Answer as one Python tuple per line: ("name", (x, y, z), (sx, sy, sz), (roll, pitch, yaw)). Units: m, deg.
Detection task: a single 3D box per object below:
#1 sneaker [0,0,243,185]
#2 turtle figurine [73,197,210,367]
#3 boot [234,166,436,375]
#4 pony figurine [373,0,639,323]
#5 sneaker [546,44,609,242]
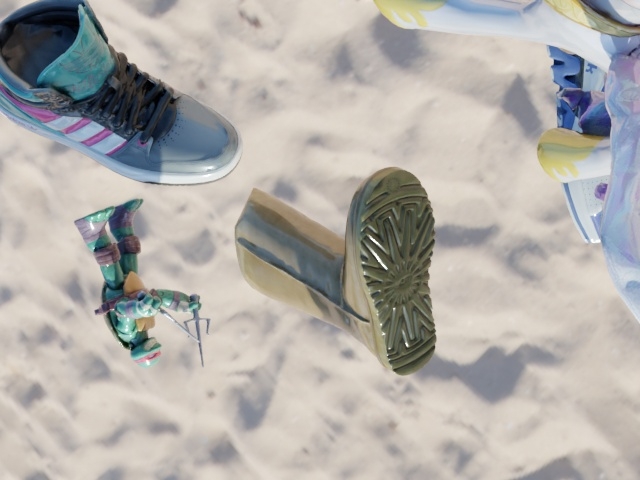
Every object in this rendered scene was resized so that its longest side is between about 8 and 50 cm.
("sneaker", (-0.222, -0.162, 1.308), (0.295, 0.124, 0.178), (18, 161, 4))
("turtle figurine", (-0.224, 0.070, 1.562), (0.118, 0.175, 0.234), (-21, 93, 6))
("boot", (0.000, 0.000, 1.310), (0.269, 0.089, 0.236), (30, 132, 47))
("pony figurine", (0.221, -0.100, 0.797), (0.351, 0.303, 0.363), (42, 174, -17))
("sneaker", (0.384, -0.153, 1.522), (0.182, 0.127, 0.316), (-5, 99, 29))
